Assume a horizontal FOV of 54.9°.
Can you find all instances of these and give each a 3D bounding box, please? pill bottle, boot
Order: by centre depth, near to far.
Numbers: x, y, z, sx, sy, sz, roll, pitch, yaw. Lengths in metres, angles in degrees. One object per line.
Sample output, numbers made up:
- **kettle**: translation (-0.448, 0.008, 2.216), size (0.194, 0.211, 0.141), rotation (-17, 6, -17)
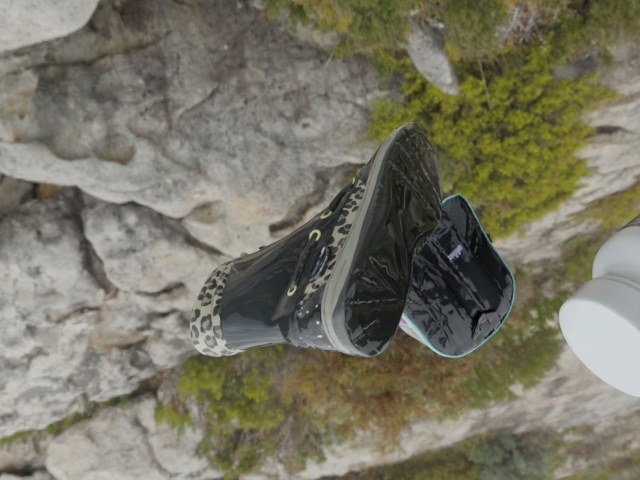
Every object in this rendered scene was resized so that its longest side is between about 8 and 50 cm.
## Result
- **boot**: translation (-0.001, -0.001, 0.524), size (0.178, 0.236, 0.085), rotation (-14, 127, 38)
- **pill bottle**: translation (0.431, 0.030, 0.701), size (0.318, 0.176, 0.176), rotation (-34, 156, -17)

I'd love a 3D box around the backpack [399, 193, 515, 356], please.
- **backpack**: translation (0.151, 0.049, 0.804), size (0.166, 0.188, 0.144), rotation (-44, -169, -11)
